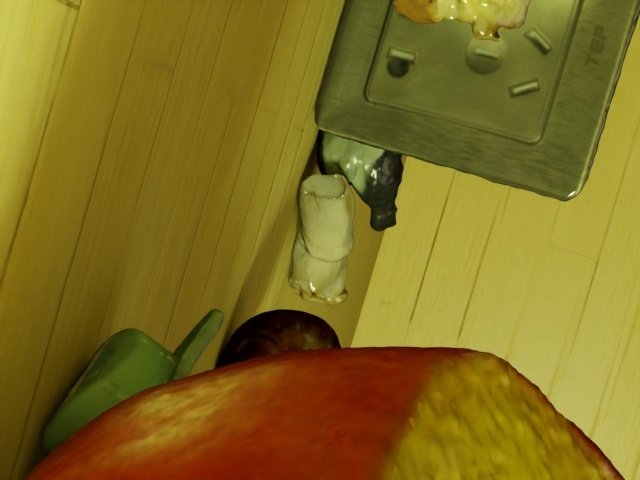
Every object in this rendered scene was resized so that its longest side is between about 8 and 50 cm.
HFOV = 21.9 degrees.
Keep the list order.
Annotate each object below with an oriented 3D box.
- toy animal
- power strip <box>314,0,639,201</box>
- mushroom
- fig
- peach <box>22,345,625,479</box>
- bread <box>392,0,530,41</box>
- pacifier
[{"bbox_3d":[0.054,-0.132,1.554,0.121,0.094,0.225,75,32,-63],"label":"toy animal"},{"bbox_3d":[0.144,-0.181,1.385,0.092,0.257,0.251,0,106,-62],"label":"power strip"},{"bbox_3d":[0.004,0.000,1.550,0.202,0.059,0.054,99,-7,-59],"label":"mushroom"},{"bbox_3d":[-0.034,0.110,1.323,0.109,0.103,0.155,-35,178,-11],"label":"fig"},{"bbox_3d":[-0.014,0.191,0.654,0.380,0.306,0.242,-53,-163,38],"label":"peach"},{"bbox_3d":[0.111,-0.278,1.278,0.139,0.143,0.229,29,-75,57],"label":"bread"},{"bbox_3d":[-0.073,0.105,0.780,0.127,0.116,0.150,-48,-172,21],"label":"pacifier"}]
